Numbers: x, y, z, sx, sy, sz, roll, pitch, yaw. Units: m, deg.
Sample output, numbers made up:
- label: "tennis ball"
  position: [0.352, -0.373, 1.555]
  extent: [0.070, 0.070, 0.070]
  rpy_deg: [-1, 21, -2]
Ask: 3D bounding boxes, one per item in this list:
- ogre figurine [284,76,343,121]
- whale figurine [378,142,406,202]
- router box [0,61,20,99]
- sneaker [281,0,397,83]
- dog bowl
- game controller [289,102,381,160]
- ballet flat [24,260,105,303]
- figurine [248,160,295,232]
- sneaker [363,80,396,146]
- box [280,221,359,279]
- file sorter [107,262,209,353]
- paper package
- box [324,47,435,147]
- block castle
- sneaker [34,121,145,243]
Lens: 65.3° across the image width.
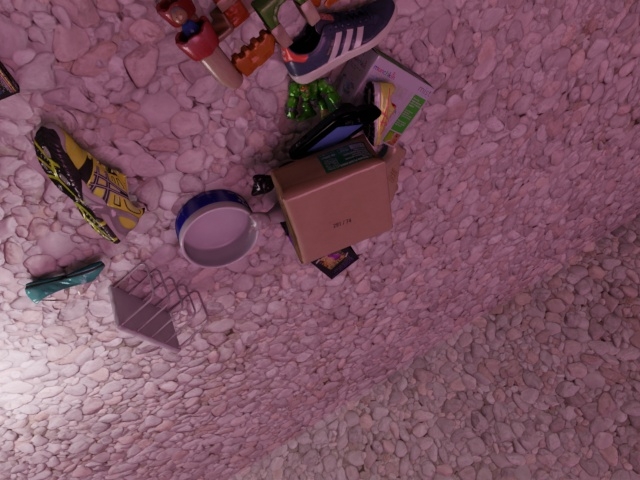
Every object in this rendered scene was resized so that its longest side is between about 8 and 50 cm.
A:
- label: "ogre figurine"
  position: [-0.024, -0.418, 1.472]
  extent: [0.097, 0.197, 0.118]
  rpy_deg: [-36, 126, -33]
- label: "whale figurine"
  position: [0.203, -0.238, 1.807]
  extent: [0.216, 0.141, 0.272]
  rpy_deg: [28, 88, -45]
- label: "router box"
  position: [-0.764, -0.375, 1.131]
  extent: [0.092, 0.038, 0.122]
  rpy_deg: [-25, 139, -7]
- label: "sneaker"
  position: [0.047, -0.577, 1.357]
  extent: [0.350, 0.131, 0.148]
  rpy_deg: [-34, 142, 2]
- label: "dog bowl"
  position: [-0.344, -0.036, 1.666]
  extent: [0.265, 0.104, 0.265]
  rpy_deg: [-17, 136, -17]
- label: "game controller"
  position: [0.037, -0.313, 1.469]
  extent: [0.166, 0.067, 0.319]
  rpy_deg: [-5, 169, -33]
- label: "ballet flat"
  position: [-0.792, 0.140, 1.575]
  extent: [0.247, 0.083, 0.087]
  rpy_deg: [-18, 104, -10]
- label: "figurine"
  position: [-0.151, -0.136, 1.621]
  extent: [0.209, 0.092, 0.215]
  rpy_deg: [-25, 133, -46]
- label: "sneaker"
  position: [0.183, -0.375, 1.488]
  extent: [0.094, 0.081, 0.208]
  rpy_deg: [-16, 137, -18]
- label: "box"
  position: [0.000, 0.000, 1.862]
  extent: [0.143, 0.165, 0.270]
  rpy_deg: [-38, 139, 8]
- label: "file sorter"
  position: [-0.555, 0.228, 1.732]
  extent: [0.173, 0.193, 0.277]
  rpy_deg: [-41, 138, 7]
- label: "paper package"
  position: [0.039, -0.124, 1.555]
  extent: [0.325, 0.168, 0.309]
  rpy_deg: [-21, 138, -6]
- label: "box"
  position: [0.181, -0.453, 1.566]
  extent: [0.262, 0.127, 0.231]
  rpy_deg: [15, 123, -38]
- label: "block castle"
  position: [-0.142, -0.586, 1.106]
  extent: [0.453, 0.303, 0.213]
  rpy_deg: [-38, 138, 5]
- label: "sneaker"
  position: [-0.628, -0.168, 1.372]
  extent: [0.147, 0.145, 0.384]
  rpy_deg: [-50, 144, -28]
